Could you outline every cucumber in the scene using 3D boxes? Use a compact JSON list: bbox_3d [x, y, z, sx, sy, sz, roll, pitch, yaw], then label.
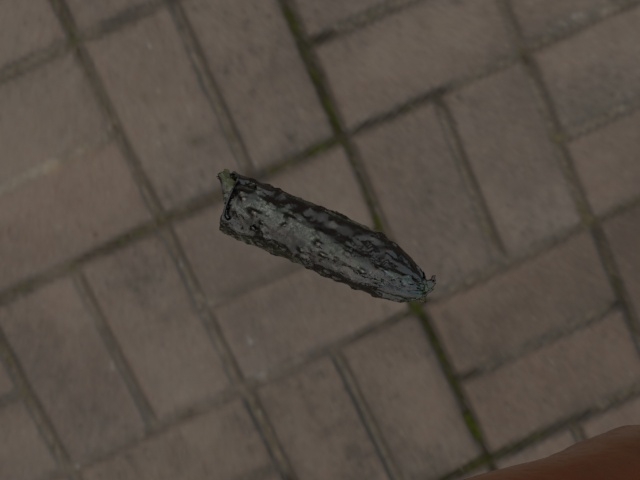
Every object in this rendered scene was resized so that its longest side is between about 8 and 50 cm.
[{"bbox_3d":[0.000,0.000,1.164,0.181,0.053,0.053,23,103,18],"label":"cucumber"}]

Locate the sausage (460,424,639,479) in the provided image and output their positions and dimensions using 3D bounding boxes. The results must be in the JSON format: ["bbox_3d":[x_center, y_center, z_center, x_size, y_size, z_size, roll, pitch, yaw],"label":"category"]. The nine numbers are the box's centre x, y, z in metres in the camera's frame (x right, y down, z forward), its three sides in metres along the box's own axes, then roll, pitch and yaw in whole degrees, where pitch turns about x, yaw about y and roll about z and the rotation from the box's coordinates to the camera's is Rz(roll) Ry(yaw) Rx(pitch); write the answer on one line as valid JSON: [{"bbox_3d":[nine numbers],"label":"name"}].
[{"bbox_3d":[0.092,0.119,0.568,0.083,0.300,0.089,-20,82,33],"label":"sausage"}]
